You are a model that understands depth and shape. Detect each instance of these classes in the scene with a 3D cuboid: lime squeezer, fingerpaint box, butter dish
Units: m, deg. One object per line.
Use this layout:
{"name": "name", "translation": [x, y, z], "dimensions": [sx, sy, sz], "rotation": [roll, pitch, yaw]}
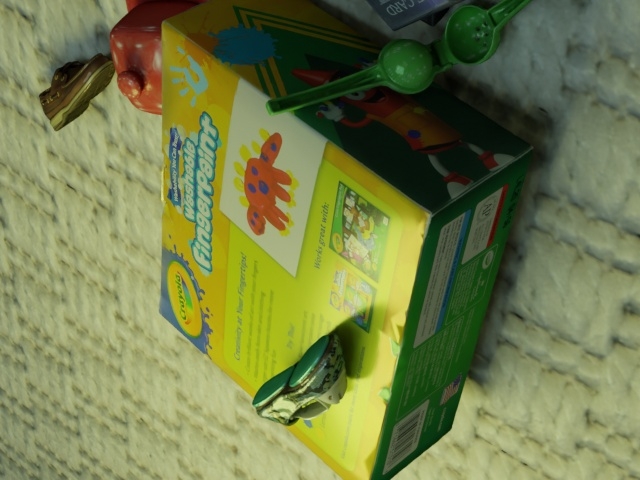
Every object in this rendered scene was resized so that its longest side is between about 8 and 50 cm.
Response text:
{"name": "lime squeezer", "translation": [0.104, -0.174, 1.097], "dimensions": [0.310, 0.110, 0.058], "rotation": [-24, 97, 13]}
{"name": "fingerpaint box", "translation": [0.000, 0.000, 1.296], "dimensions": [0.371, 0.163, 0.444], "rotation": [37, 141, 28]}
{"name": "butter dish", "translation": [-0.186, -0.202, 1.376], "dimensions": [0.160, 0.118, 0.160], "rotation": [12, 128, 39]}

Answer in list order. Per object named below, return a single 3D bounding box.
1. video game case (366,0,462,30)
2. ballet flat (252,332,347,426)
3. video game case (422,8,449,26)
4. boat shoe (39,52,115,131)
{"name": "video game case", "translation": [0.023, -0.306, 1.021], "dimensions": [0.274, 0.026, 0.196], "rotation": [45, 161, -16]}
{"name": "ballet flat", "translation": [-0.007, 0.149, 1.234], "dimensions": [0.070, 0.070, 0.188], "rotation": [50, 148, 1]}
{"name": "video game case", "translation": [0.002, -0.340, 1.077], "dimensions": [0.275, 0.035, 0.248], "rotation": [35, 161, 19]}
{"name": "boat shoe", "translation": [-0.326, -0.202, 1.556], "dimensions": [0.060, 0.064, 0.178], "rotation": [52, 144, -6]}
